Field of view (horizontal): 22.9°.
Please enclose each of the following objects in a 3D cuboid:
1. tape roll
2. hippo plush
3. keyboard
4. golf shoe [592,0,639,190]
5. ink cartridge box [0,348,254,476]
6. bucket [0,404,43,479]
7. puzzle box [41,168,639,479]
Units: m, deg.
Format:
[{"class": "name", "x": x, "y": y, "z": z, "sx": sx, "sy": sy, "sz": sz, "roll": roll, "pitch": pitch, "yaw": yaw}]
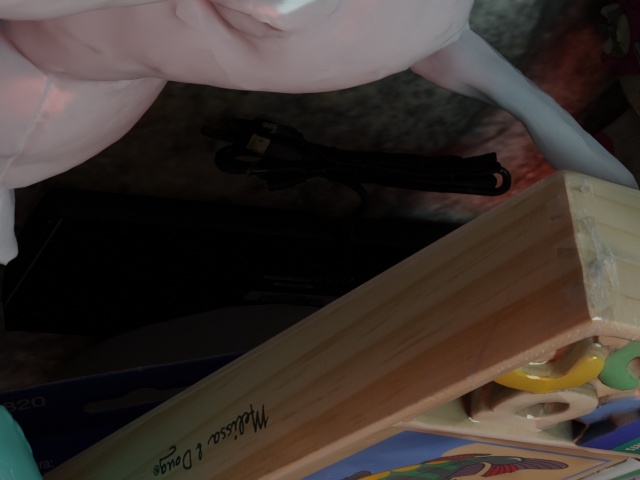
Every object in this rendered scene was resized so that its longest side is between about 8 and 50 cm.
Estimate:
[{"class": "tape roll", "x": -0.056, "y": 0.120, "z": 0.926, "sx": 0.219, "sy": 0.072, "sz": 0.219, "roll": -10, "pitch": 150, "yaw": -6}, {"class": "hippo plush", "x": -0.077, "y": -0.127, "z": 0.531, "sx": 0.294, "sy": 0.234, "sz": 0.237, "roll": 18, "pitch": 157, "yaw": -39}, {"class": "keyboard", "x": 0.000, "y": 0.000, "z": 0.845, "sx": 0.317, "sy": 0.033, "sz": 0.201, "roll": 5, "pitch": 146, "yaw": -31}, {"class": "golf shoe", "x": 0.211, "y": -0.050, "z": 0.807, "sx": 0.140, "sy": 0.115, "sz": 0.306, "roll": -16, "pitch": 147, "yaw": -9}, {"class": "ink cartridge box", "x": -0.083, "y": 0.131, "z": 0.812, "sx": 0.223, "sy": 0.045, "sz": 0.224, "roll": -9, "pitch": 150, "yaw": -7}, {"class": "bucket", "x": -0.192, "y": 0.180, "z": 0.542, "sx": 0.281, "sy": 0.183, "sz": 0.281, "roll": -16, "pitch": 142, "yaw": -13}, {"class": "puzzle box", "x": 0.054, "y": 0.102, "z": 0.668, "sx": 0.272, "sy": 0.052, "sz": 0.409, "roll": 11, "pitch": 150, "yaw": -37}]
